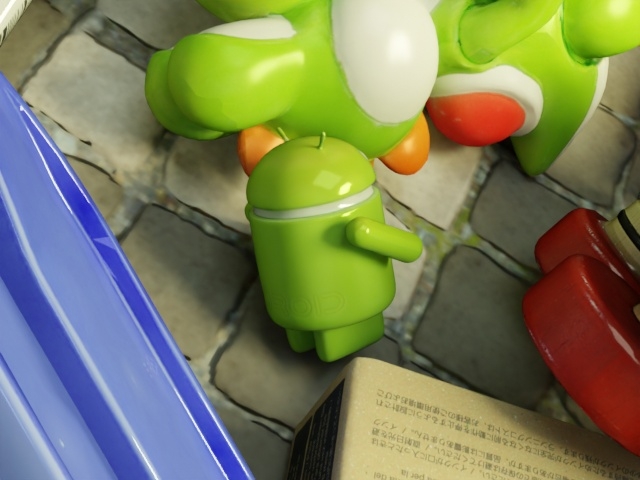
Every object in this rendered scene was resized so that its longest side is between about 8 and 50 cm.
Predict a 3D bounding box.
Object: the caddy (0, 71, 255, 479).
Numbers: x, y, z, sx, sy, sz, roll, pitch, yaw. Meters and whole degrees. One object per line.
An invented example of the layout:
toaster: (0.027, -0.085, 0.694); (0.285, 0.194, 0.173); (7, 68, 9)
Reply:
caddy: (-0.136, 0.091, 0.425); (0.179, 0.241, 0.341); (-30, 91, 4)

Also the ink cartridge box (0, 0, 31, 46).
ink cartridge box: (-0.244, -0.270, 0.653); (0.330, 0.071, 0.324); (34, 71, -15)

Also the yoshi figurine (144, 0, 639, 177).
yoshi figurine: (0.062, -0.161, 0.747); (0.362, 0.203, 0.203); (-16, 58, -30)

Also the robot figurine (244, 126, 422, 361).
robot figurine: (0.000, 0.000, 0.658); (0.067, 0.101, 0.115); (-20, 108, -31)

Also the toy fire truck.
toy fire truck: (0.248, 0.055, 0.651); (0.254, 0.169, 0.302); (48, 17, 0)

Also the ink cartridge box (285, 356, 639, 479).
ink cartridge box: (0.095, 0.181, 0.586); (0.235, 0.088, 0.193); (20, 53, -13)
